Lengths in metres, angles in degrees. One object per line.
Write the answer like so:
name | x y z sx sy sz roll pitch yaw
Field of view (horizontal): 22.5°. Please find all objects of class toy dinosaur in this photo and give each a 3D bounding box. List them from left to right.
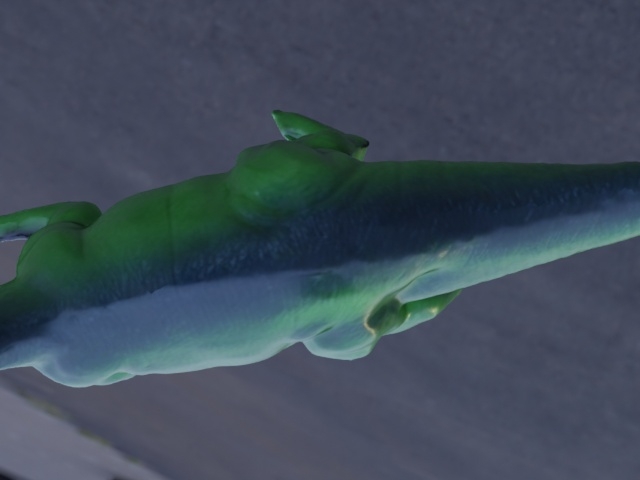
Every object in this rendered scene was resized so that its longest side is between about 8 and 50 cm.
toy dinosaur | 0.000 0.000 0.755 0.500 0.144 0.374 -12 -176 38
